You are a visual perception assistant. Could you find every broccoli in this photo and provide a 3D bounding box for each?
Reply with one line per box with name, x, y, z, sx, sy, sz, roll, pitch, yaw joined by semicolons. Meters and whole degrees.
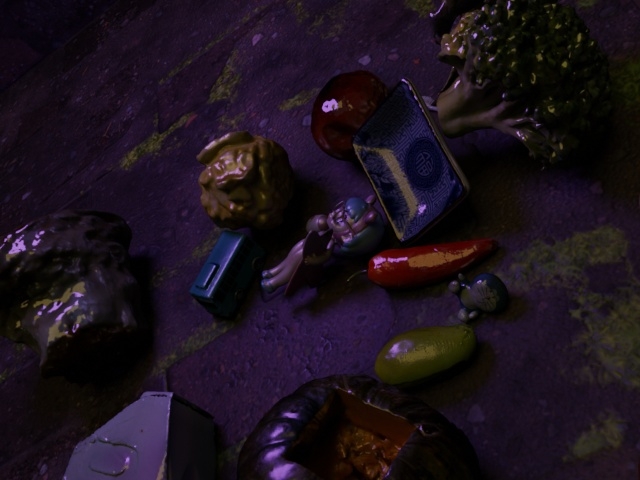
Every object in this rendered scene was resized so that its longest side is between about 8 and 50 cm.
broccoli;0.310;-0.271;1.067;0.271;0.324;0.334;-3;46;17

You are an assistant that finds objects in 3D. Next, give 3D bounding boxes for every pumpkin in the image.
pumpkin;0.041;0.316;0.889;0.320;0.192;0.320;-4;37;3

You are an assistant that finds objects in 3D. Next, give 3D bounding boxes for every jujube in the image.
jujube;0.064;-0.260;1.385;0.168;0.168;0.236;-20;31;25

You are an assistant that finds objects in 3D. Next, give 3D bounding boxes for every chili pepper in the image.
chili pepper;0.160;0.040;1.150;0.272;0.063;0.071;-13;64;27

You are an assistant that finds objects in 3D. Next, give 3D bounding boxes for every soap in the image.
soap;-0.320;0.479;1.122;0.261;0.156;0.446;-7;54;34

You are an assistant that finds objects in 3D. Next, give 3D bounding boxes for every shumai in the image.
shumai;-0.524;0.137;1.464;0.324;0.397;0.323;-48;71;26

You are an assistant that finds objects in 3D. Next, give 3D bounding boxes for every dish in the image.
dish;0.170;-0.134;1.207;0.182;0.080;0.243;-46;60;44

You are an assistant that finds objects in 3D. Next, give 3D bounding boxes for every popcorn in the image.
popcorn;-0.150;-0.126;1.383;0.180;0.235;0.217;-5;77;21

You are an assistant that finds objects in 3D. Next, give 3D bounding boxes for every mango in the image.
mango;0.156;0.169;1.043;0.165;0.074;0.091;-28;44;18

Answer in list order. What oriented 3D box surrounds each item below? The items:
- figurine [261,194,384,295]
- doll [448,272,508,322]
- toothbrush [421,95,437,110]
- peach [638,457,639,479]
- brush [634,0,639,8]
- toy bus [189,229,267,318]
figurine;0.007;0.012;1.277;0.260;0.103;0.205;-35;8;14
doll;0.242;0.079;1.053;0.083;0.076;0.050;-14;16;38
toothbrush;0.281;-0.234;1.289;0.025;0.020;0.286;-48;42;-12
peach;0.459;0.245;0.583;0.342;0.342;0.302;-29;68;17
brush;0.575;-0.374;1.143;0.048;0.054;0.282;-21;48;12
toy bus;-0.187;0.066;1.373;0.079;0.092;0.160;10;66;43
